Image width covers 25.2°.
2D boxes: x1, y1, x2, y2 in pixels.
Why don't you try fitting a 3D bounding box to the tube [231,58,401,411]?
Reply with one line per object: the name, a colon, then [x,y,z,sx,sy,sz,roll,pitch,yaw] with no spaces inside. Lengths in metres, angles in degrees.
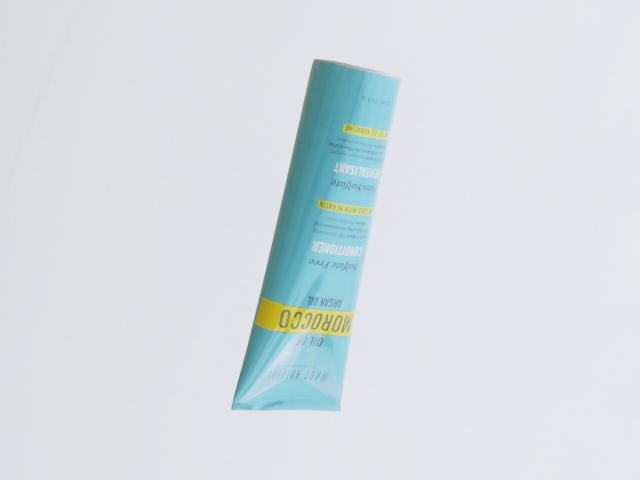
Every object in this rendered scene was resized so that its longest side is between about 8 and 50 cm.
tube: [0.000,0.000,0.833,0.052,0.080,0.207,22,-78,57]
